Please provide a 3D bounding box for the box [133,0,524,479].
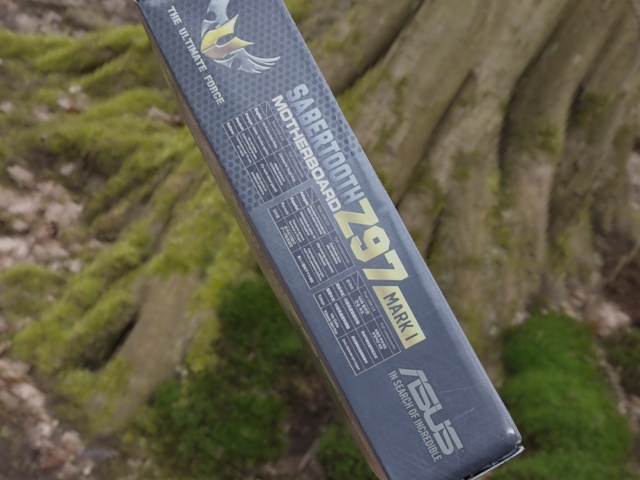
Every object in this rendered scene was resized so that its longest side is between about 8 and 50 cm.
[{"bbox_3d":[0.000,0.000,0.603,0.232,0.059,0.183,61,-3,4],"label":"box"}]
